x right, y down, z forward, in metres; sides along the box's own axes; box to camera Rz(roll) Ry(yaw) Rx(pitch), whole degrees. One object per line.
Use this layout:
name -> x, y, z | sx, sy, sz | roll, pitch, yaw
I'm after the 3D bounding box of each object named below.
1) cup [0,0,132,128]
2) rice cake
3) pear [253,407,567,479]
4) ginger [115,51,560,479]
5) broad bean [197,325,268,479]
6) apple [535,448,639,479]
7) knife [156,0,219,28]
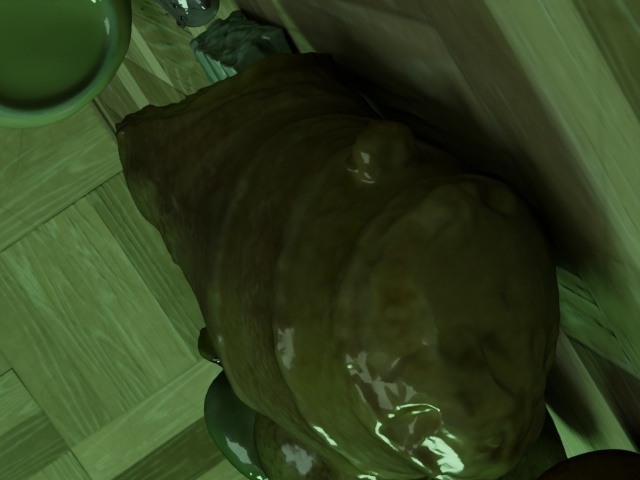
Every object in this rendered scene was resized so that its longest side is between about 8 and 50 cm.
cup -> -0.245, -0.231, 1.519 | 0.202, 0.173, 0.255 | -131, 43, -52
rice cake -> 0.001, -0.031, 1.103 | 0.211, 0.038, 0.124 | 57, 173, -19
pear -> 0.043, 0.102, 0.965 | 0.167, 0.136, 0.167 | 40, -148, -32
ginger -> 0.000, 0.000, 0.857 | 0.354, 0.126, 0.190 | -127, 25, -54
broad bean -> 0.021, 0.101, 1.132 | 0.228, 0.100, 0.169 | 34, -167, -29
apple -> 0.127, 0.129, 0.841 | 0.084, 0.071, 0.084 | 63, 178, 4
knife -> -0.153, -0.227, 1.257 | 0.132, 0.038, 0.398 | 52, 176, -39
